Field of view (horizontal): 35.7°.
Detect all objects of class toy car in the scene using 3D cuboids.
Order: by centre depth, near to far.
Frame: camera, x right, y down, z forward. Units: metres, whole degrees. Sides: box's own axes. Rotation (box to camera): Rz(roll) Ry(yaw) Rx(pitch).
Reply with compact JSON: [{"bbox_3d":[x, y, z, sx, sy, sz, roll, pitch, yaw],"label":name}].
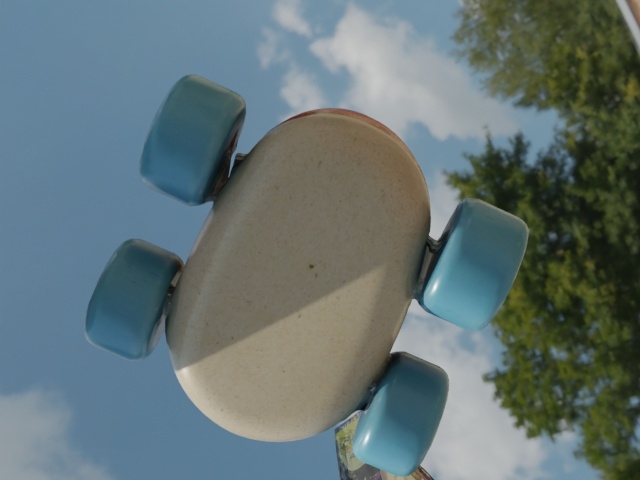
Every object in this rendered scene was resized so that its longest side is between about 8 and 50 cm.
[{"bbox_3d":[0.000,0.000,0.670,0.219,0.210,0.238,23,-161,1],"label":"toy car"}]

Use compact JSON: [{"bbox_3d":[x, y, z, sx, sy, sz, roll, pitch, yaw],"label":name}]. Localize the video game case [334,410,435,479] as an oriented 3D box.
[{"bbox_3d":[0.105,0.265,0.772,0.232,0.041,0.210,48,-170,-18],"label":"video game case"}]
